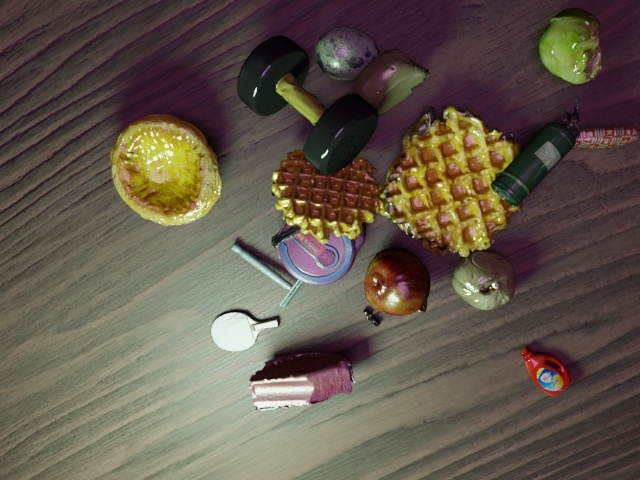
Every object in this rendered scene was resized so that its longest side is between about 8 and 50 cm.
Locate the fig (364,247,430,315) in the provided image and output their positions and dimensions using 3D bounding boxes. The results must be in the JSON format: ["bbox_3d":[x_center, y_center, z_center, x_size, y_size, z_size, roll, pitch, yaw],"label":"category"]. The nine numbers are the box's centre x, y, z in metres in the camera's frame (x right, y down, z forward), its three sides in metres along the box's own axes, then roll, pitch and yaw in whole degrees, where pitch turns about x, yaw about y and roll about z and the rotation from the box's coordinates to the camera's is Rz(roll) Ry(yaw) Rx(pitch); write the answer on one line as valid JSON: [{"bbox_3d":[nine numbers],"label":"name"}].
[{"bbox_3d":[0.223,0.118,1.409,0.206,0.205,0.205,1,102,4],"label":"fig"}]

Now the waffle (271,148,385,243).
[{"bbox_3d":[0.024,-0.136,1.325,0.330,0.329,0.062,7,146,3],"label":"waffle"}]

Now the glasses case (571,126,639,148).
[{"bbox_3d":[0.731,-0.268,1.334,0.195,0.073,0.049,-2,95,6],"label":"glasses case"}]

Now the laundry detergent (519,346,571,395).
[{"bbox_3d":[0.655,0.374,1.494,0.097,0.049,0.165,-43,95,5],"label":"laundry detergent"}]

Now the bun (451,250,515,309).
[{"bbox_3d":[0.460,0.115,1.419,0.173,0.113,0.166,-15,101,5],"label":"bun"}]

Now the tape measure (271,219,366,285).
[{"bbox_3d":[0.000,0.000,1.421,0.231,0.149,0.245,43,95,-2],"label":"tape measure"}]

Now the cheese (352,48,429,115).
[{"bbox_3d":[0.167,-0.403,1.314,0.202,0.175,0.091,-39,72,37],"label":"cheese"}]

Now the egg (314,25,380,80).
[{"bbox_3d":[0.071,-0.480,1.311,0.172,0.132,0.132,6,103,-9],"label":"egg"}]

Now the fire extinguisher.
[{"bbox_3d":[0.566,-0.221,1.293,0.118,0.093,0.294,41,94,-21],"label":"fire extinguisher"}]

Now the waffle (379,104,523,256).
[{"bbox_3d":[0.366,-0.153,1.381,0.380,0.095,0.382,32,100,-4],"label":"waffle"}]

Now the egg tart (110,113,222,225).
[{"bbox_3d":[-0.417,-0.196,1.416,0.319,0.128,0.318,2,104,6],"label":"egg tart"}]

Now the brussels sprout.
[{"bbox_3d":[0.626,-0.485,1.265,0.131,0.145,0.183,-46,140,-11],"label":"brussels sprout"}]

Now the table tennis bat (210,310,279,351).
[{"bbox_3d":[-0.232,0.273,1.557,0.221,0.019,0.130,-13,102,9],"label":"table tennis bat"}]

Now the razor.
[{"bbox_3d":[-0.164,0.086,1.494,0.232,0.068,0.106,35,102,1],"label":"razor"}]

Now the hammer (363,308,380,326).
[{"bbox_3d":[0.211,0.182,1.504,0.178,0.021,0.065,-38,97,9],"label":"hammer"}]

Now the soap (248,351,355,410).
[{"bbox_3d":[-0.043,0.408,1.491,0.290,0.182,0.112,-8,100,12],"label":"soap"}]

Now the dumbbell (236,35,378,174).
[{"bbox_3d":[-0.035,-0.338,1.273,0.322,0.204,0.203,43,103,14],"label":"dumbbell"}]
